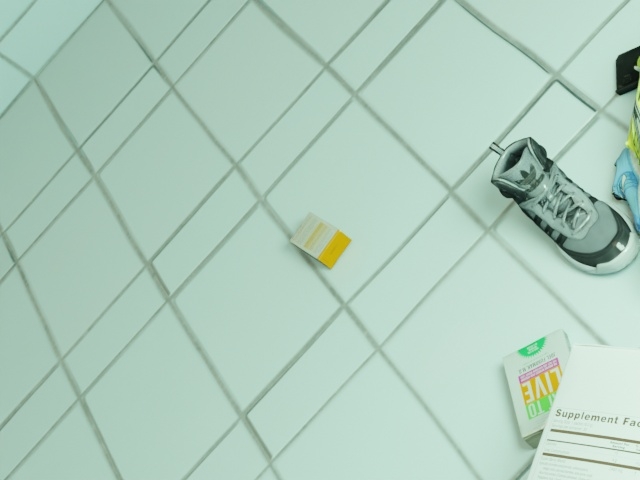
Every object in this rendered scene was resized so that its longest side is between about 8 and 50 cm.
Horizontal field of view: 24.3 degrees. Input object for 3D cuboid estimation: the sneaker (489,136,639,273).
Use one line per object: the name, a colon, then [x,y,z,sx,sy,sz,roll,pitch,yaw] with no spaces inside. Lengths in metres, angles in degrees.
sneaker: [0.329,-0.055,2.096,0.101,0.153,0.268,-50,38,5]

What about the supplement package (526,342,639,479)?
supplement package: [0.368,0.293,1.767,0.175,0.177,0.293,2,62,47]

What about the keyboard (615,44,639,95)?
keyboard: [0.515,-0.264,2.178,0.180,0.023,0.108,-24,40,33]

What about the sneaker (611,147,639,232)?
sneaker: [0.446,-0.067,2.079,0.073,0.063,0.162,-45,31,40]

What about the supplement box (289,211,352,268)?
supplement box: [0.000,0.000,2.484,0.062,0.036,0.098,-54,38,-2]

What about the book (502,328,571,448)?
book: [0.308,0.200,2.024,0.096,0.035,0.144,-31,42,20]

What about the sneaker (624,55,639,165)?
sneaker: [0.490,-0.110,2.000,0.147,0.145,0.384,-26,49,57]
